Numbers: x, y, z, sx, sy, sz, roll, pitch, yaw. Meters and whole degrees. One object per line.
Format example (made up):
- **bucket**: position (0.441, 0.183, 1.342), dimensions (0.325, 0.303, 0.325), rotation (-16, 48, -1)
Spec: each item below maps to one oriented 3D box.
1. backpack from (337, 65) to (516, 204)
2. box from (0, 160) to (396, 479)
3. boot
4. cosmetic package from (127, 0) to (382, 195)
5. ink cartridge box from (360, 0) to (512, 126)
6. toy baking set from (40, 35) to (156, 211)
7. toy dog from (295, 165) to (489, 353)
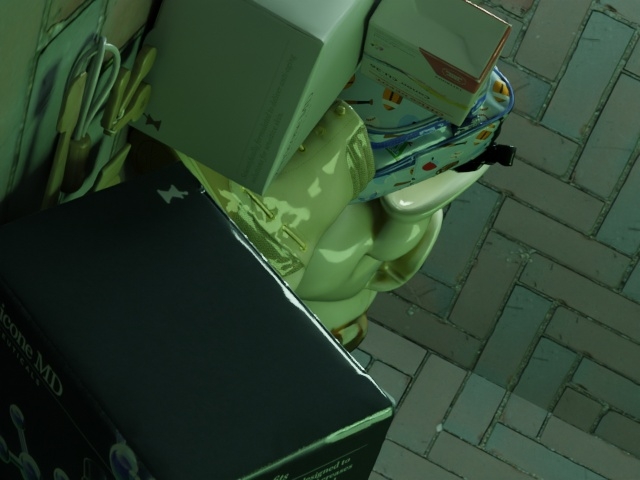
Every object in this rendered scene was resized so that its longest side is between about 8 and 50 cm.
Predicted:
- **backpack**: position (0.050, -0.168, 1.968), dimensions (0.263, 0.276, 0.213), rotation (-29, 163, -6)
- **box**: position (-0.146, 0.192, 1.503), dimensions (0.212, 0.293, 0.395), rotation (-22, 146, -33)
- **boot**: position (-0.058, -0.080, 1.767), dimensions (0.203, 0.095, 0.262), rotation (-53, 129, -20)
- **cosmetic package**: position (-0.019, -0.235, 1.690), dimensions (0.365, 0.155, 0.197), rotation (-57, 174, -46)
- **ink cartridge box**: position (0.103, -0.173, 1.704), dimensions (0.067, 0.115, 0.198), rotation (-60, 175, -10)
- **toy baking set**: position (-0.200, -0.076, 1.496), dimensions (0.256, 0.030, 0.196), rotation (-26, 140, -79)
- **toy dog**: position (0.000, 0.000, 2.219), dimensions (0.395, 0.284, 0.408), rotation (-59, 174, -24)
